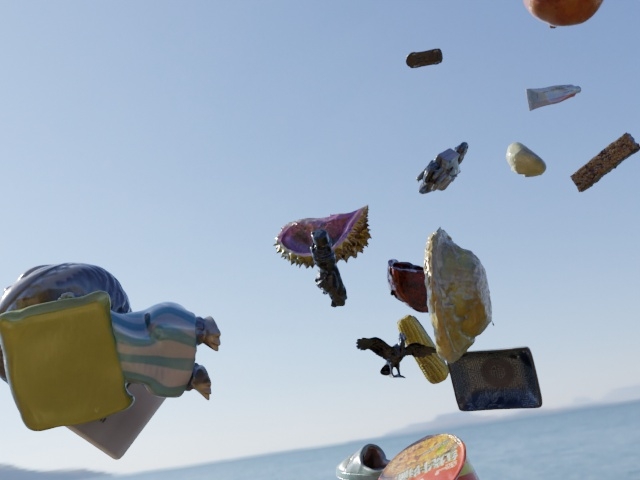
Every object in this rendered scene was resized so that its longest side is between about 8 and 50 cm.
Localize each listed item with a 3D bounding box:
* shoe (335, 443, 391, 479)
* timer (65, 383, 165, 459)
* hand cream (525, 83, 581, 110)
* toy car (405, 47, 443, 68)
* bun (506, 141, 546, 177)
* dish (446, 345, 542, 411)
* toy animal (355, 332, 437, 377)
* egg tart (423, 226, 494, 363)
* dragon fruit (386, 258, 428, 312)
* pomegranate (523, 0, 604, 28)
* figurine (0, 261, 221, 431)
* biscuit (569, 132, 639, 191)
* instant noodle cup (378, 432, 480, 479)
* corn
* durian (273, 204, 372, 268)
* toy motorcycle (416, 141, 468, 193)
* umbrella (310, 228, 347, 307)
[{"bbox_3d":[0.127,0.617,2.231,0.103,0.100,0.251,-2,-8,-34],"label":"shoe"},{"bbox_3d":[-0.447,0.303,1.651,0.194,0.195,0.192,42,-16,-23],"label":"timer"},{"bbox_3d":[0.631,-0.392,2.172,0.216,0.052,0.038,-16,-21,-33],"label":"hand cream"},{"bbox_3d":[0.259,-0.457,2.010,0.093,0.041,0.025,-7,19,10],"label":"toy car"},{"bbox_3d":[0.398,-0.154,1.576,0.055,0.086,0.086,-52,-30,14],"label":"bun"},{"bbox_3d":[0.488,0.373,2.228,0.243,0.181,0.080,-9,13,27],"label":"dish"},{"bbox_3d":[0.171,0.261,1.821,0.220,0.107,0.062,7,2,-27],"label":"toy animal"},{"bbox_3d":[0.314,0.119,1.810,0.128,0.318,0.319,-9,-14,16],"label":"egg tart"},{"bbox_3d":[0.215,0.116,2.082,0.161,0.127,0.121,8,1,-35],"label":"dragon fruit"},{"bbox_3d":[0.748,-0.770,2.470,0.252,0.229,0.270,-6,-39,5],"label":"pomegranate"},{"bbox_3d":[-0.398,0.128,1.449,0.362,0.266,0.377,5,25,-21],"label":"figurine"},{"bbox_3d":[0.777,-0.213,2.194,0.199,0.064,0.034,-40,-27,26],"label":"biscuit"},{"bbox_3d":[0.240,0.518,1.595,0.213,0.174,0.213,-33,15,10],"label":"instant noodle cup"},{"bbox_3d":[0.267,0.283,2.095,0.072,0.203,0.072,-32,5,3],"label":"corn"},{"bbox_3d":[0.000,0.015,2.206,0.261,0.153,0.186,-3,24,37],"label":"durian"},{"bbox_3d":[0.363,-0.202,2.392,0.225,0.073,0.152,-36,-27,-39],"label":"toy motorcycle"},{"bbox_3d":[0.013,0.067,1.885,0.071,0.080,0.224,-27,-46,-14],"label":"umbrella"}]
